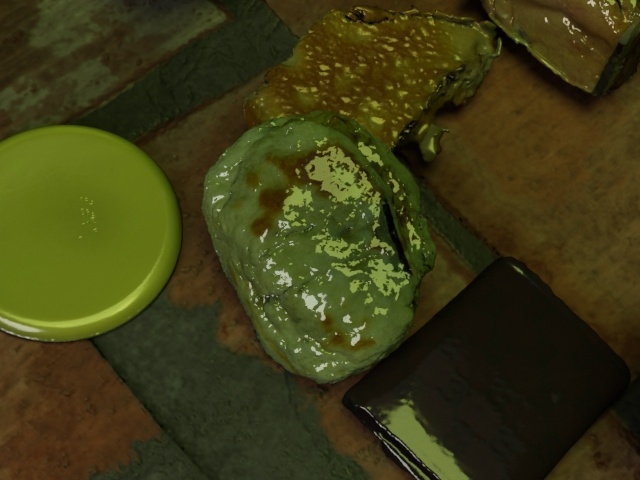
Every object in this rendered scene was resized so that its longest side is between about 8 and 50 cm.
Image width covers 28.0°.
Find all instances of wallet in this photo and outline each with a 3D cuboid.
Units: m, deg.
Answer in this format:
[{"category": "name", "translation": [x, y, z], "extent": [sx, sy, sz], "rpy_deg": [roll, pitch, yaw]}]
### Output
[{"category": "wallet", "translation": [0.159, 0.137, 1.187], "extent": [0.182, 0.049, 0.229], "rpy_deg": [43, 66, 15]}]

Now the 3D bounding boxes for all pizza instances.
[{"category": "pizza", "translation": [0.059, -0.154, 1.308], "extent": [0.189, 0.071, 0.297], "rpy_deg": [40, 66, 15]}]

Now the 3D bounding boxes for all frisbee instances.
[{"category": "frisbee", "translation": [-0.250, -0.012, 1.241], "extent": [0.235, 0.017, 0.236], "rpy_deg": [2, 63, -4]}]

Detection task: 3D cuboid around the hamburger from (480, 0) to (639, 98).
[{"category": "hamburger", "translation": [0.265, -0.269, 1.345], "extent": [0.207, 0.155, 0.135], "rpy_deg": [35, 45, 22]}]

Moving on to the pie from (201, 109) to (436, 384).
[{"category": "pie", "translation": [0.000, 0.000, 1.169], "extent": [0.201, 0.090, 0.248], "rpy_deg": [-29, 83, 11]}]
